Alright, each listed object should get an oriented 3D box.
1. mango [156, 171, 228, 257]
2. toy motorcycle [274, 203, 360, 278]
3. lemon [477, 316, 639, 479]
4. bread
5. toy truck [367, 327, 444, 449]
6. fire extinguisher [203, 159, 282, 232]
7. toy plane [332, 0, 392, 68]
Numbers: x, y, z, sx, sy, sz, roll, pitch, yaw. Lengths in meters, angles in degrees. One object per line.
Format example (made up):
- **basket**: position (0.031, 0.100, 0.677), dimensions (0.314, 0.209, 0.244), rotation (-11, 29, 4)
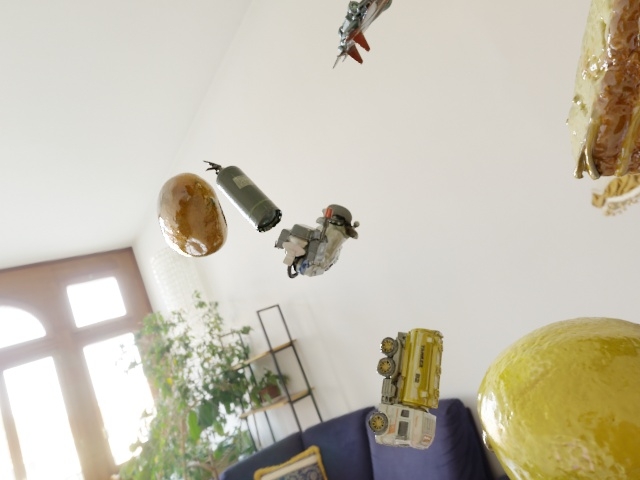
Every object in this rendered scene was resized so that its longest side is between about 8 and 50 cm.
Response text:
- **mango**: position (-0.243, -0.046, 0.776), dimensions (0.109, 0.147, 0.227), rotation (-51, -1, -34)
- **toy motorcycle**: position (0.000, 0.000, 0.786), dimensions (0.221, 0.102, 0.150), rotation (-4, -64, -65)
- **lemon**: position (0.303, 0.215, 0.473), dimensions (0.219, 0.240, 0.240), rotation (-21, -11, 21)
- **bread**: position (0.379, -0.206, 0.418), dimensions (0.185, 0.274, 0.114), rotation (-1, 37, 14)
- **toy truck**: position (0.175, 0.282, 0.782), dimensions (0.114, 0.226, 0.098), rotation (-5, -29, 35)
- **fire extinguisher**: position (-0.235, -0.147, 1.186), dimensions (0.118, 0.294, 0.093), rotation (-12, -39, -52)
- **toy plane**: position (0.127, -0.629, 1.122), dimensions (0.326, 0.105, 0.223), rotation (-66, 8, -19)
